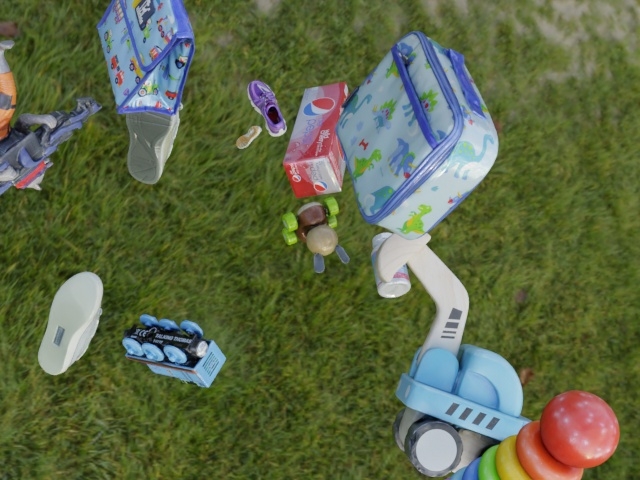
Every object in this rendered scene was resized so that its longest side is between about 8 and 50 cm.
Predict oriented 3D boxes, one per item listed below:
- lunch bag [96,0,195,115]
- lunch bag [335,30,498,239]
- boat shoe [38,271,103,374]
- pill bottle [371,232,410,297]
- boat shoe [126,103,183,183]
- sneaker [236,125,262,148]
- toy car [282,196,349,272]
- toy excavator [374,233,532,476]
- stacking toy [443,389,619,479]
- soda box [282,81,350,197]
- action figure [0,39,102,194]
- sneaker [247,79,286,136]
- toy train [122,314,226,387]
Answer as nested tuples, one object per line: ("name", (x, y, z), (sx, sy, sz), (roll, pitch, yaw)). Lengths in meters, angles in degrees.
("lunch bag", (-0.325, -0.422, 1.470), (0.138, 0.293, 0.221), (-5, 68, -34))
("lunch bag", (0.107, -0.127, 0.855), (0.090, 0.176, 0.219), (23, 38, -31))
("boat shoe", (-0.449, 0.144, 1.360), (0.079, 0.228, 0.081), (33, 22, 7))
("pill bottle", (0.181, 0.063, 1.938), (0.087, 0.087, 0.160), (10, 53, -27))
("boat shoe", (-0.409, -0.285, 1.831), (0.118, 0.320, 0.103), (19, 43, 2))
("sneaker", (-0.186, -0.271, 1.947), (0.032, 0.083, 0.037), (56, 26, 3))
("toy car", (0.000, 0.000, 2.042), (0.155, 0.149, 0.188), (-22, 65, -14))
("toy excavator", (0.266, 0.243, 1.511), (0.432, 0.222, 0.445), (21, 84, -1))
("stacking toy", (0.257, 0.310, 0.941), (0.141, 0.330, 0.141), (19, 39, -17))
("soda box", (0.002, -0.197, 1.407), (0.263, 0.092, 0.083), (-78, 155, -48))
("action figure", (-0.649, -0.257, 1.553), (0.341, 0.178, 0.330), (-44, 142, -34))
("sneaker", (-0.136, -0.360, 1.952), (0.068, 0.071, 0.170), (-28, 76, -12))
("toy train", (-0.255, 0.188, 1.256), (0.080, 0.184, 0.105), (-59, 137, -36))
